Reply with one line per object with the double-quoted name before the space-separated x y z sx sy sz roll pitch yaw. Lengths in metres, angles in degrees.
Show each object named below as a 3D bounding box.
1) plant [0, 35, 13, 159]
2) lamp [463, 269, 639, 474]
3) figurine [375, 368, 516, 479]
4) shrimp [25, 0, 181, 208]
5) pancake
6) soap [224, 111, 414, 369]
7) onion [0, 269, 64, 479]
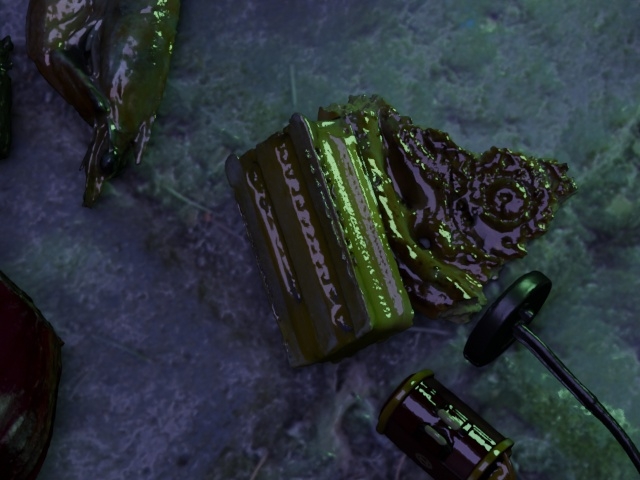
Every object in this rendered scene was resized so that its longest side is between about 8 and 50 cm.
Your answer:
"plant" -0.388 -0.178 1.931 0.142 0.131 0.203 -4 89 7
"lamp" 0.284 0.199 1.838 0.130 0.108 0.371 -43 93 -15
"figurine" 0.131 0.195 1.825 0.154 0.098 0.082 40 82 14
"shrimp" -0.237 -0.188 1.953 0.168 0.077 0.317 5 76 17
"pancake" 0.135 -0.052 1.889 0.244 0.057 0.266 -17 79 3
"soap" -0.001 0.000 1.856 0.135 0.076 0.233 -30 76 44
"onion" -0.405 0.118 1.821 0.282 0.260 0.336 -29 77 -5
